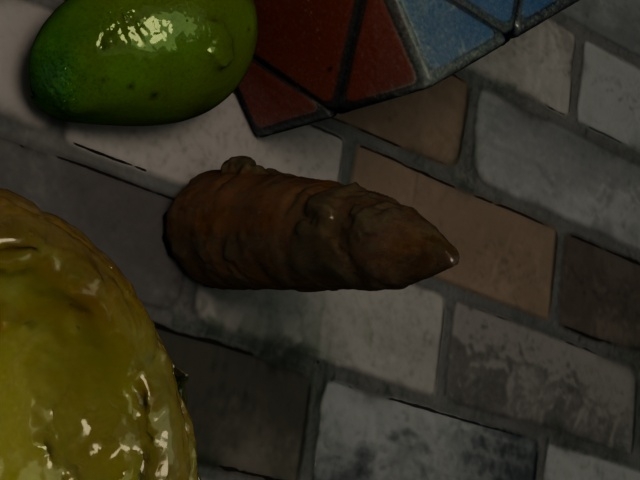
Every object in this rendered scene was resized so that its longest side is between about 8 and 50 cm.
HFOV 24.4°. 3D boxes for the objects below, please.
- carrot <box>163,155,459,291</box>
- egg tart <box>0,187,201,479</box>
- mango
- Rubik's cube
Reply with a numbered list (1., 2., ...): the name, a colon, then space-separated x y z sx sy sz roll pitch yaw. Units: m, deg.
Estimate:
1. carrot: 0.000 0.000 1.025 0.102 0.263 0.101 -4 97 -39
2. egg tart: -0.227 0.137 0.888 0.345 0.132 0.345 7 79 -39
3. mango: -0.122 -0.136 1.044 0.178 0.100 0.119 -24 109 -28
4. Rubik's cube: 0.038 -0.222 1.127 0.205 0.207 0.205 -32 102 -38
